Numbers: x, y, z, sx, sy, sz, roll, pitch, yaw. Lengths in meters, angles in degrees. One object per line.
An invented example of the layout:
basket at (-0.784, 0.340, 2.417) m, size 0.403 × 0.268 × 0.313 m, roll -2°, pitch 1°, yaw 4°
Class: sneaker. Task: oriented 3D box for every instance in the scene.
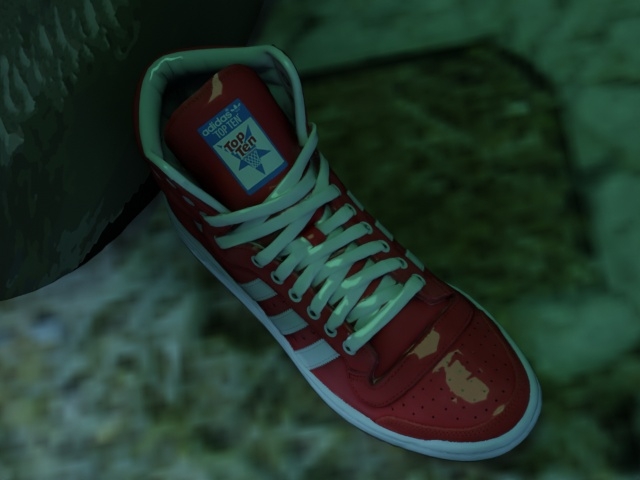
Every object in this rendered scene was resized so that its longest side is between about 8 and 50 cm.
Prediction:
sneaker at (0.000, 0.000, 0.400) m, size 0.042 × 0.067 × 0.118 m, roll -43°, pitch 61°, yaw -16°

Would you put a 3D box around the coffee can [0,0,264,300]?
coffee can at (-0.167, -0.122, 0.428) m, size 0.275 × 0.201 × 0.201 m, roll 19°, pitch 64°, yaw 21°
